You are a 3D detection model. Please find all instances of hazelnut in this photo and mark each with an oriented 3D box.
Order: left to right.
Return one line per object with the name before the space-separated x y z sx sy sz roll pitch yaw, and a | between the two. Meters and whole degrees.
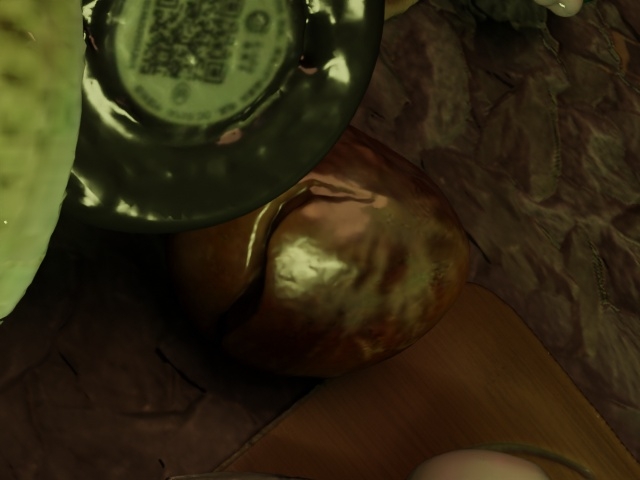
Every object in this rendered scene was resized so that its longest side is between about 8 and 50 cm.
hazelnut | 0.000 0.000 0.930 0.154 0.143 0.143 21 51 -20

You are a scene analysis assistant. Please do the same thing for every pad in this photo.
pad | 0.095 0.181 0.963 0.286 0.018 0.284 52 46 2

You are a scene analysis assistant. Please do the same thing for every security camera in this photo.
security camera | -0.106 -0.134 0.877 0.191 0.197 0.277 2 21 -29

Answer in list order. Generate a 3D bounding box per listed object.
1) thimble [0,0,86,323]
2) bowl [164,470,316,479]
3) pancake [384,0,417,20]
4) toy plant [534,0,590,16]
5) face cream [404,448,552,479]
thimble | -0.225 -0.070 0.723 0.150 0.271 0.271 -2 63 -41
bowl | -0.046 0.178 0.793 0.189 0.189 0.086 -19 116 -43
pancake | 0.013 -0.201 1.148 0.152 0.025 0.151 19 51 -25
toy plant | 0.124 -0.256 1.206 0.243 0.112 0.232 48 32 -7
face cream | 0.048 0.249 0.807 0.102 0.102 0.345 26 54 -21
